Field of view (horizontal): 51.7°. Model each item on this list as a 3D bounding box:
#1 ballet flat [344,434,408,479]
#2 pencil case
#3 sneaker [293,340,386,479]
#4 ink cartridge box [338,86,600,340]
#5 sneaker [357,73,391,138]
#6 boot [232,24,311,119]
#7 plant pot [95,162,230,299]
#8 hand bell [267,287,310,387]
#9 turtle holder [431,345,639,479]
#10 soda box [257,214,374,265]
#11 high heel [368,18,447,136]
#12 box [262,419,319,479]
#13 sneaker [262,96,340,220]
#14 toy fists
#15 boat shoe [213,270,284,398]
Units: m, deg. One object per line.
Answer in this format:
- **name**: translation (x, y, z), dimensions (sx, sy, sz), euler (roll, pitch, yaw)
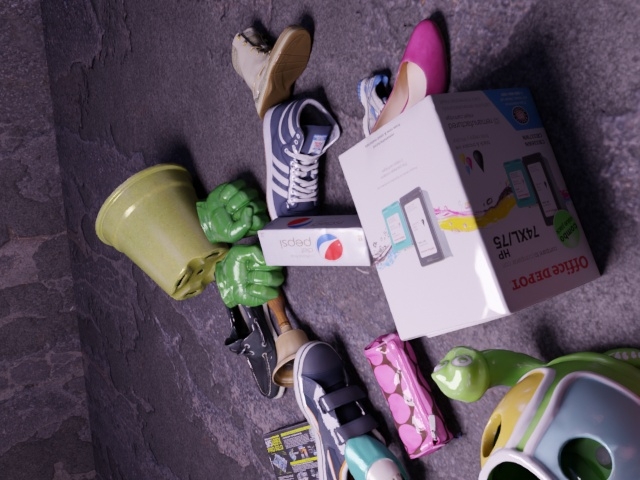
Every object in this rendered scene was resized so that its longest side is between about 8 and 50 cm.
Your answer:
- **ballet flat**: translation (0.132, 0.446, 1.155), dimensions (0.247, 0.083, 0.087), euler (57, 166, -9)
- **pencil case**: translation (0.149, 0.254, 1.115), dimensions (0.098, 0.095, 0.209), euler (73, 172, -75)
- **sneaker**: translation (0.047, 0.345, 1.255), dimensions (0.127, 0.126, 0.321), euler (-13, 92, 52)
- **ink cartridge box**: translation (0.191, -0.033, 0.874), dimensions (0.197, 0.198, 0.270), euler (-28, 79, 53)
- **sneaker**: translation (0.100, -0.207, 1.072), dimensions (0.058, 0.052, 0.135), euler (-17, 87, 50)
- **boot**: translation (-0.103, -0.364, 1.283), dimensions (0.165, 0.077, 0.213), euler (61, 144, 25)
- **plant pot**: translation (-0.361, -0.003, 1.619), dimensions (0.254, 0.276, 0.276), euler (48, 136, 19)
- **hand bell**: translation (-0.076, 0.176, 1.415), dimensions (0.126, 0.126, 0.242), euler (-65, 37, 41)
- **turtle holder**: translation (0.298, 0.243, 0.786), dimensions (0.243, 0.227, 0.320), euler (-43, 66, 51)
- **soda box**: translation (0.000, 0.000, 1.182), dimensions (0.216, 0.069, 0.074), euler (-1, 113, 30)
- **high heel**: translation (0.115, -0.205, 0.992), dimensions (0.082, 0.117, 0.244), euler (40, 131, 41)
- **box**: translation (-0.013, 0.501, 1.440), dimensions (0.270, 0.060, 0.216), euler (-37, 70, 52)
- **sneaker**: translation (-0.029, -0.128, 1.233), dimensions (0.153, 0.099, 0.282), euler (-8, 91, 56)
- **toy fists**: translation (-0.169, 0.005, 1.428), dimensions (0.142, 0.096, 0.279), euler (-19, 80, 11)
- **boat shoe**: translation (-0.170, 0.208, 1.518), dimensions (0.127, 0.113, 0.340), euler (-3, 98, 54)
